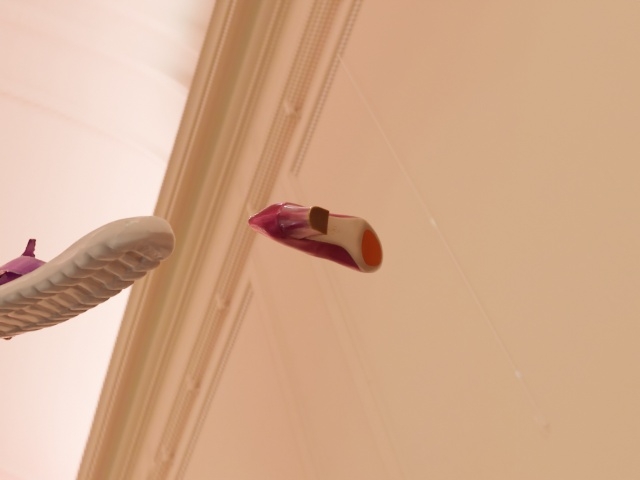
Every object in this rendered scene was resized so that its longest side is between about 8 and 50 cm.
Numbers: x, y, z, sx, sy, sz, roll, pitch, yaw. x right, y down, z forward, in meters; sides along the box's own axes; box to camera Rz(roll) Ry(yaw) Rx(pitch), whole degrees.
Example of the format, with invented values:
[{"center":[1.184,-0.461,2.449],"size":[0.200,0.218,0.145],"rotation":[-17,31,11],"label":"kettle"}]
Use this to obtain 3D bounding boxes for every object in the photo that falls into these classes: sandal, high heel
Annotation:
[{"center":[-0.378,0.044,1.384],"size":[0.416,0.102,0.169],"rotation":[-23,-21,21],"label":"sandal"},{"center":[0.000,0.000,1.503],"size":[0.117,0.082,0.244],"rotation":[-2,-13,34],"label":"high heel"}]

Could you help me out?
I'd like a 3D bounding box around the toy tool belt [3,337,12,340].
[{"center":[-0.532,0.123,1.600],"size":[0.052,0.083,0.051],"rotation":[-21,-9,-4],"label":"toy tool belt"}]
